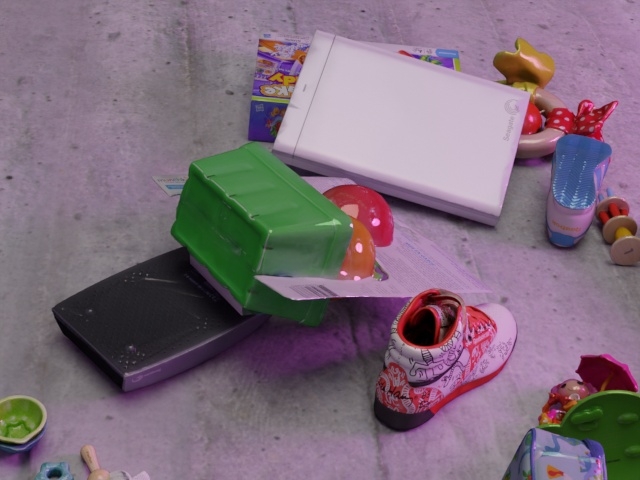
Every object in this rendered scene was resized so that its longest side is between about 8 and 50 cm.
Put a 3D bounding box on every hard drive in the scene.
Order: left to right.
[{"bbox_3d":[-0.188,0.093,1.466,0.254,0.054,0.172,-26,48,-38],"label":"hard drive"},{"bbox_3d":[0.127,-0.176,1.783,0.353,0.047,0.233,17,64,3],"label":"hard drive"}]

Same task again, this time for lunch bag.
[{"bbox_3d":[0.225,0.312,1.157,0.090,0.176,0.219,12,39,-3],"label":"lunch bag"}]

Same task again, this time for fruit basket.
[{"bbox_3d":[0.000,0.000,1.506,0.353,0.165,0.327,5,26,-44],"label":"fruit basket"}]

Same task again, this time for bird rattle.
[{"bbox_3d":[0.353,-0.197,1.925,0.206,0.143,0.253,-25,60,-20],"label":"bird rattle"}]

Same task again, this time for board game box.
[{"bbox_3d":[0.061,-0.244,1.931,0.347,0.078,0.233,5,38,-3],"label":"board game box"}]

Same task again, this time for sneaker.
[{"bbox_3d":[0.171,0.112,1.430,0.090,0.145,0.270,32,43,28],"label":"sneaker"},{"bbox_3d":[0.384,-0.083,1.765,0.087,0.092,0.229,17,40,13],"label":"sneaker"}]

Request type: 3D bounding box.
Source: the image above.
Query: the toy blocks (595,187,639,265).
[{"bbox_3d":[0.478,-0.026,1.739,0.123,0.054,0.148,4,37,-4],"label":"toy blocks"}]

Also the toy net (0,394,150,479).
[{"bbox_3d":[-0.275,0.253,1.250,0.232,0.045,0.122,20,39,16],"label":"toy net"}]

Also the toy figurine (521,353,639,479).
[{"bbox_3d":[0.322,0.202,1.396,0.173,0.130,0.159,-14,21,12],"label":"toy figurine"}]
